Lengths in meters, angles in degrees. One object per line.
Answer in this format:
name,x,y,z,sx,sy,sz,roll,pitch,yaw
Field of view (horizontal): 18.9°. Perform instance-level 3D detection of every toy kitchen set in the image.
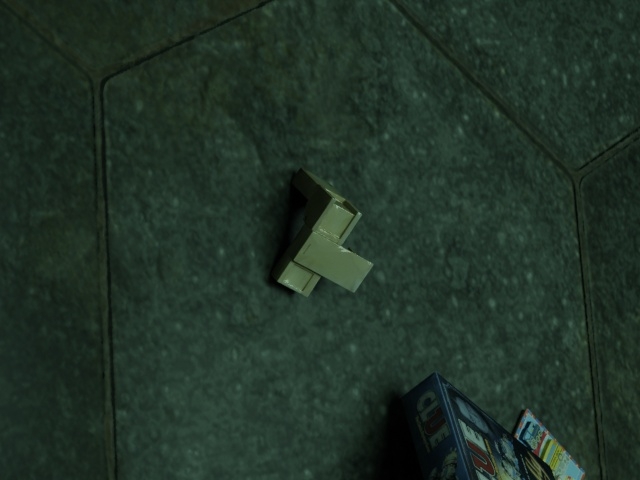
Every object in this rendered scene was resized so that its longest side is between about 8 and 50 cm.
toy kitchen set,0.000,0.000,1.611,0.068,0.075,0.083,29,99,-31

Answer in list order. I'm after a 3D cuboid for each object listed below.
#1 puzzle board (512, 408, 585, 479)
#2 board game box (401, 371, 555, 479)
puzzle board,0.194,0.231,1.741,0.096,0.011,0.128,46,52,-24
board game box,0.153,0.234,1.571,0.165,0.042,0.243,40,20,-30
